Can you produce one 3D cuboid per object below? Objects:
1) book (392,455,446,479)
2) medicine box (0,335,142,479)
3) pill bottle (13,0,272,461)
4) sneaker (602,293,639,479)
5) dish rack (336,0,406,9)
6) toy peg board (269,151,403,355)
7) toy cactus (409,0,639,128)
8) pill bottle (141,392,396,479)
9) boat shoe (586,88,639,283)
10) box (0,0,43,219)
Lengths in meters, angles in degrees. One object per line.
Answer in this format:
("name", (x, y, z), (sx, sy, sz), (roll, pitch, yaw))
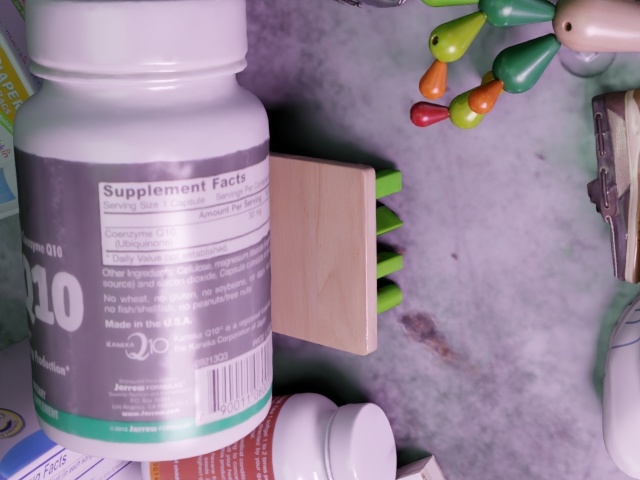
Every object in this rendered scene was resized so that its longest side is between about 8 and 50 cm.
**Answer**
("book", (0.094, 0.282, 1.101), (0.096, 0.035, 0.144), (-27, 94, 32))
("medicine box", (-0.287, 0.264, 1.136), (0.149, 0.263, 0.289), (19, 112, 18))
("pill bottle", (-0.143, -0.022, 0.971), (0.204, 0.204, 0.361), (7, 107, 23))
("sneaker", (0.286, 0.062, 0.891), (0.111, 0.129, 0.297), (25, 115, 14))
("dish rack", (0.026, -0.326, 0.929), (0.208, 0.074, 0.271), (31, 116, 15))
("toy peg board", (0.000, 0.000, 1.046), (0.161, 0.079, 0.161), (11, 109, 38))
("toy cactus", (0.160, -0.175, 0.904), (0.181, 0.112, 0.219), (10, 115, -2))
("pill bottle", (-0.046, 0.204, 1.088), (0.216, 0.121, 0.121), (-10, 101, 27))
("boat shoe", (0.235, -0.043, 0.930), (0.049, 0.056, 0.152), (3, 97, 29))
("box", (-0.282, -0.138, 1.073), (0.114, 0.103, 0.203), (-17, 114, 22))
